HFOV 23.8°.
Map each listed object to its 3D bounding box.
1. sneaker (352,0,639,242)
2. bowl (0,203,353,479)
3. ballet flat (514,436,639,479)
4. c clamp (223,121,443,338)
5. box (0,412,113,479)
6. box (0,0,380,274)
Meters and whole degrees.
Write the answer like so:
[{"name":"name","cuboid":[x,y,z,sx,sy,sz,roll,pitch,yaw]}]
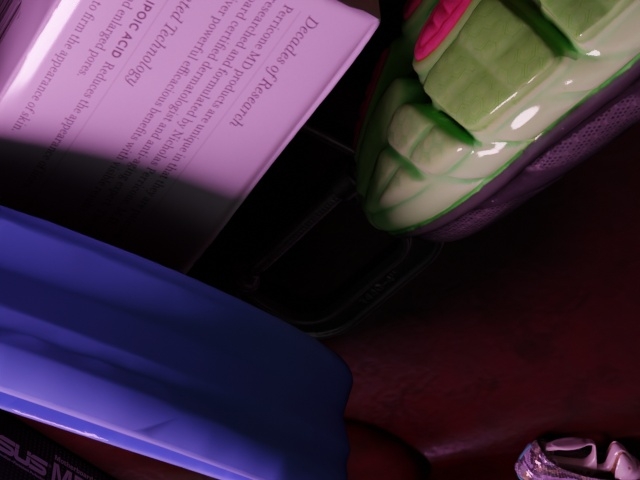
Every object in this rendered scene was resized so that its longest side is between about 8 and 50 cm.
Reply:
[{"name":"sneaker","cuboid":[0.215,-0.116,0.698,0.482,0.185,0.202,-31,124,27]},{"name":"bowl","cuboid":[-0.165,0.044,0.781,0.391,0.077,0.391,18,169,4]},{"name":"ballet flat","cuboid":[0.195,0.159,1.070,0.114,0.041,0.041,10,134,-12]},{"name":"c clamp","cuboid":[0.000,0.000,0.923,0.137,0.022,0.161,22,129,-28]},{"name":"box","cuboid":[-0.265,0.244,1.129,0.270,0.060,0.216,-33,127,28]},{"name":"box","cuboid":[-0.072,-0.115,0.693,0.119,0.181,0.182,22,130,-24]}]
